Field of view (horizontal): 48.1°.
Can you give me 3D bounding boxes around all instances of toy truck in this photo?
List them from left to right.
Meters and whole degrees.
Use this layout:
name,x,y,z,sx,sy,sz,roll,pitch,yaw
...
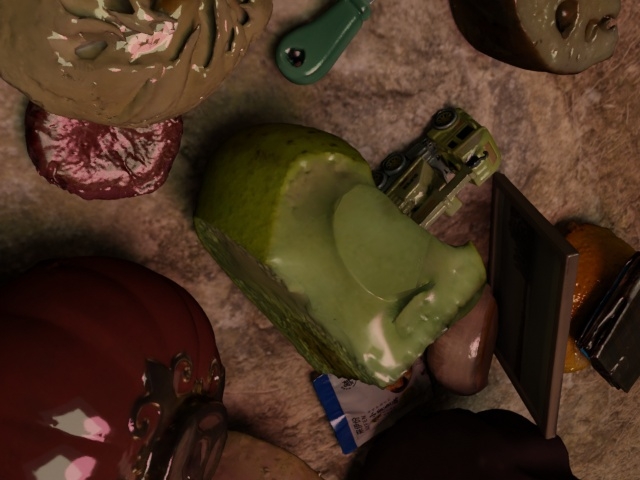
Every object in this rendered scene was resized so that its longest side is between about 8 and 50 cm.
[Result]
name,x,y,z,sx,sy,sz,roll,pitch,yaw
toy truck,0.137,-0.071,0.851,0.169,0.100,0.077,-41,131,-1

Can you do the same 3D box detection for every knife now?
name,x,y,z,sx,sy,sz,roll,pitch,yaw
knife,0.051,-0.263,0.726,0.260,0.063,0.034,-46,168,1

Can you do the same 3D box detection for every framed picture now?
name,x,y,z,sx,sy,sz,roll,pitch,yaw
framed picture,0.268,0.084,0.945,0.016,0.213,0.289,-10,123,-7

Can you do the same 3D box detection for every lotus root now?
name,x,y,z,sx,sy,sz,roll,pitch,yaw
lotus root,0.226,-0.272,0.772,0.138,0.119,0.235,-39,131,-4

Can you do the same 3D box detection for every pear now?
name,x,y,z,sx,sy,sz,roll,pitch,yaw
pear,0.000,0.000,0.750,0.282,0.286,0.176,44,74,-5

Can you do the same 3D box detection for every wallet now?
name,x,y,z,sx,sy,sz,roll,pitch,yaw
wallet,0.463,0.131,1.065,0.169,0.044,0.317,-55,144,1

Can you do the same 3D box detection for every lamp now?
name,x,y,z,sx,sy,sz,roll,pitch,yaw
lamp,-0.224,0.163,0.679,0.303,0.257,0.303,17,90,-73

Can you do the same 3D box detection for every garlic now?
name,x,y,z,sx,sy,sz,roll,pitch,yaw
garlic,0.206,0.162,1.039,0.101,0.087,0.196,-28,128,-32

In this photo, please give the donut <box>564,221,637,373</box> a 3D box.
name,x,y,z,sx,sy,sz,roll,pitch,yaw
donut,0.388,0.091,1.087,0.253,0.118,0.253,-27,137,-29

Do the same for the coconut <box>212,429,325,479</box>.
name,x,y,z,sx,sy,sz,roll,pitch,yaw
coconut,-0.136,0.422,0.863,0.352,0.352,0.353,-14,123,-22

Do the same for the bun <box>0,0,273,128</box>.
name,x,y,z,sx,sy,sz,roll,pitch,yaw
bun,-0.154,-0.211,0.555,0.259,0.152,0.259,-10,113,-25

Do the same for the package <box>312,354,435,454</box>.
name,x,y,z,sx,sy,sz,roll,pitch,yaw
package,0.082,0.212,1.033,0.173,0.027,0.171,-32,128,-15

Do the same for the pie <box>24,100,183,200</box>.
name,x,y,z,sx,sy,sz,roll,pitch,yaw
pie,-0.202,-0.103,0.683,0.153,0.038,0.154,-12,121,-22

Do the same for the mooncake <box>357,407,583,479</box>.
name,x,y,z,sx,sy,sz,roll,pitch,yaw
mooncake,0.203,0.413,1.004,0.212,0.350,0.381,7,114,-41
